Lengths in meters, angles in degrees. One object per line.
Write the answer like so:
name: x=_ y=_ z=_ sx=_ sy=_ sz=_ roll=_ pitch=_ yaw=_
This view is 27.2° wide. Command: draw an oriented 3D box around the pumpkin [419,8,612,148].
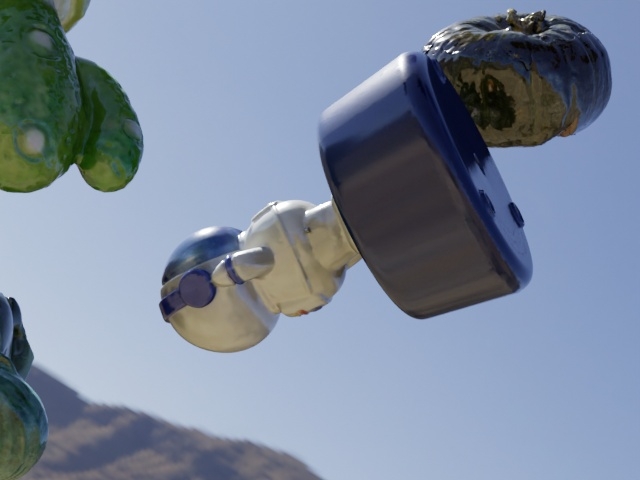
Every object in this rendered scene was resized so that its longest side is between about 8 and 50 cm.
pumpkin: x=0.226 y=-0.195 z=1.571 sx=0.238 sy=0.159 sz=0.238 roll=2 pitch=13 yaw=0

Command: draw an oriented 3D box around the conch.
conch: x=-0.376 y=0.175 z=1.458 sx=0.202 sy=0.134 sz=0.196 roll=-131 pitch=-154 yaw=-68

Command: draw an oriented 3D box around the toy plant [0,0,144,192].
toy plant: x=-0.282 y=-0.180 z=1.213 sx=0.224 sy=0.316 sz=0.184 roll=11 pitch=-45 yaw=-39

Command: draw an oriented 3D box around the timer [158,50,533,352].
timer: x=0.000 y=0.000 z=1.391 sx=0.270 sy=0.383 sz=0.270 roll=57 pitch=16 yaw=-26
